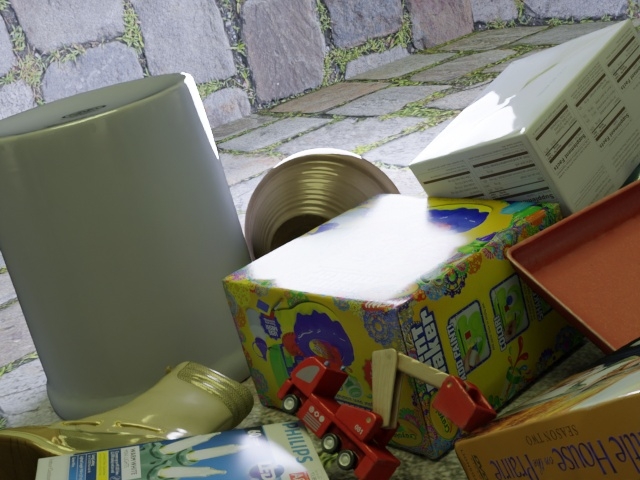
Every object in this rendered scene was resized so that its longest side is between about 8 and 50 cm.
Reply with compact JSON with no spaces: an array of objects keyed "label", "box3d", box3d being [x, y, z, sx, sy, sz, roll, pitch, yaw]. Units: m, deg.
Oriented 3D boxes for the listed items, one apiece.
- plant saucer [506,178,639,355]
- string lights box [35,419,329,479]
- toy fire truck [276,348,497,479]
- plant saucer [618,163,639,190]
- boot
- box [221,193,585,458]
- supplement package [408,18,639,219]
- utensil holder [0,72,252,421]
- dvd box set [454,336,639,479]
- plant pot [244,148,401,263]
[{"label":"plant saucer","box3d":[0.365,0.058,1.032,0.258,0.047,0.259,-25,54,-30]},{"label":"string lights box","box3d":[-0.128,0.245,0.913,0.260,0.076,0.133,-7,16,-11]},{"label":"toy fire truck","box3d":[0.056,0.152,0.931,0.192,0.135,0.047,39,8,38]},{"label":"plant saucer","box3d":[0.371,-0.096,1.315,0.318,0.043,0.317,-33,16,11]},{"label":"boot","box3d":[-0.227,0.215,1.118,0.262,0.095,0.203,-3,22,29]},{"label":"box","box3d":[0.097,0.080,1.140,0.279,0.177,0.290,-30,23,-36]},{"label":"supplement package","box3d":[0.281,-0.126,1.235,0.262,0.145,0.204,-44,18,-31]},{"label":"utensil holder","box3d":[-0.263,0.000,1.328,0.328,0.385,0.327,-14,17,4]},{"label":"dvd box set","box3d":[0.297,0.082,0.698,0.308,0.062,0.420,-25,-10,-17]},{"label":"plant pot","box3d":[0.000,0.000,1.351,0.237,0.237,0.110,-9,16,17]}]
